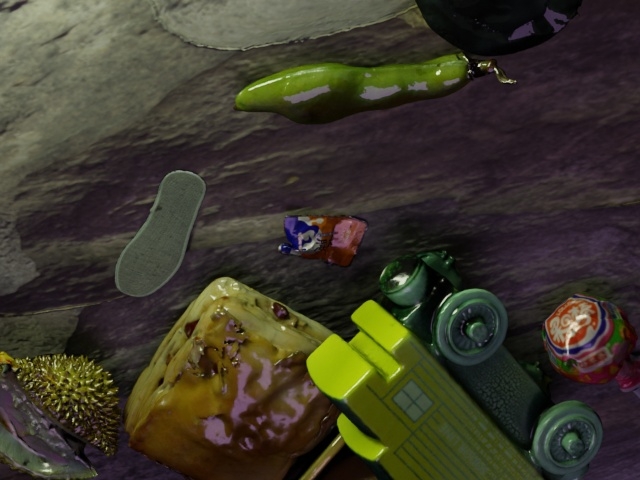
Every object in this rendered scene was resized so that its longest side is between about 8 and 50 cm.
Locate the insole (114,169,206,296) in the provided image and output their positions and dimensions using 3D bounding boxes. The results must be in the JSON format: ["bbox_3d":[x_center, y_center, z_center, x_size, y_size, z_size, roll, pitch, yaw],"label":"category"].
[{"bbox_3d":[-0.206,-0.003,1.570,0.080,0.003,0.232,20,127,-15],"label":"insole"}]

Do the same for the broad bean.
[{"bbox_3d":[0.057,-0.179,1.388,0.325,0.075,0.067,-9,85,6],"label":"broad bean"}]

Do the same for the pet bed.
[{"bbox_3d":[0.194,-0.286,1.300,0.201,0.053,0.201,1,130,1],"label":"pet bed"}]

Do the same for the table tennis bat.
[{"bbox_3d":[-0.017,0.332,1.697,0.050,0.198,0.321,41,93,4],"label":"table tennis bat"}]

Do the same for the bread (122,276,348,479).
[{"bbox_3d":[-0.109,0.233,1.660,0.278,0.167,0.324,29,125,-21],"label":"bread"}]

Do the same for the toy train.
[{"bbox_3d":[0.174,0.221,1.574,0.272,0.179,0.442,-44,118,-4],"label":"toy train"}]

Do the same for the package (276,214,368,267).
[{"bbox_3d":[0.000,-0.001,1.554,0.111,0.033,0.077,5,107,-21],"label":"package"}]

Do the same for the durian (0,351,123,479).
[{"bbox_3d":[-0.377,0.213,1.668,0.194,0.137,0.237,-6,131,13],"label":"durian"}]

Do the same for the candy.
[{"bbox_3d":[0.426,0.193,1.679,0.124,0.124,0.365,-30,132,23],"label":"candy"}]

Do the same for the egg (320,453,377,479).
[{"bbox_3d":[0.079,0.402,1.740,0.201,0.201,0.244,-21,154,17],"label":"egg"}]

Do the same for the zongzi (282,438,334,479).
[{"bbox_3d":[-0.030,0.415,1.874,0.242,0.112,0.221,-41,144,-7],"label":"zongzi"}]
